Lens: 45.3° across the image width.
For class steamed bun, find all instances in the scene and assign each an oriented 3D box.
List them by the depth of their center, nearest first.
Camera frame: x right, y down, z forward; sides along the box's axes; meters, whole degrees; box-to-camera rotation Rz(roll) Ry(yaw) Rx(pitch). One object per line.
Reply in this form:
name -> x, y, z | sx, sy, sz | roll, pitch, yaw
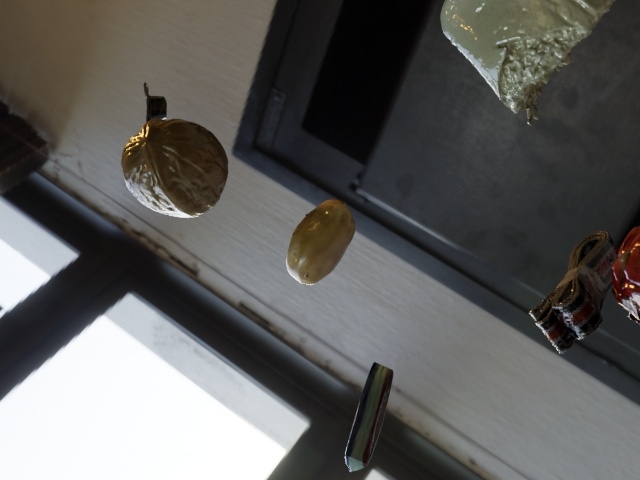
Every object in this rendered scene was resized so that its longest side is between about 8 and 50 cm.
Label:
steamed bun -> 0.381, -0.403, 1.328 | 0.272, 0.273, 0.290 | -43, 6, 31

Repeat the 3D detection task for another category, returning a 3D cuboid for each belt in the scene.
belt -> 0.552, 0.095, 1.605 | 0.126, 0.094, 0.359 | -35, 5, 46

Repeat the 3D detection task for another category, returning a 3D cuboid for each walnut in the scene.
walnut -> -0.312, -0.158, 1.644 | 0.228, 0.228, 0.228 | -48, -21, -26

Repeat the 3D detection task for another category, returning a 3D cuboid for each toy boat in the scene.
toy boat -> 0.091, 0.312, 1.395 | 0.228, 0.046, 0.080 | -66, -31, -45

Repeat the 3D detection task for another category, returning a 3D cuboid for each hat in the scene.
hat -> -0.384, -0.311, 1.788 | 0.051, 0.121, 0.121 | -8, -34, -7

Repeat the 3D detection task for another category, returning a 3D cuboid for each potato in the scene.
potato -> 0.000, 0.000, 1.498 | 0.178, 0.109, 0.118 | -56, -6, 2

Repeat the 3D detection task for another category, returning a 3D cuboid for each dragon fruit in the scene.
dragon fruit -> 0.682, 0.061, 1.415 | 0.244, 0.244, 0.299 | -41, 8, -40
